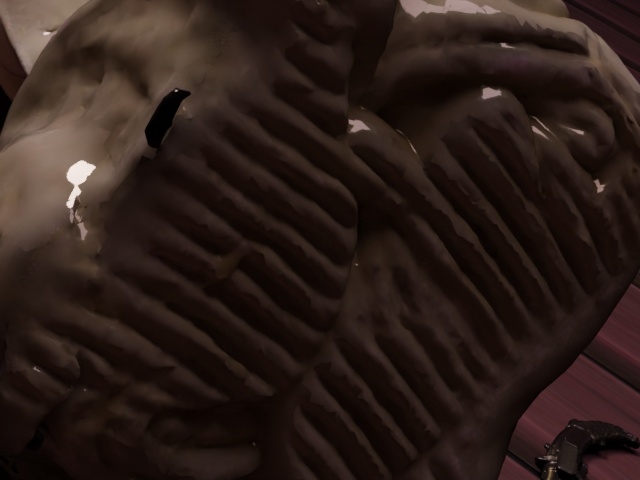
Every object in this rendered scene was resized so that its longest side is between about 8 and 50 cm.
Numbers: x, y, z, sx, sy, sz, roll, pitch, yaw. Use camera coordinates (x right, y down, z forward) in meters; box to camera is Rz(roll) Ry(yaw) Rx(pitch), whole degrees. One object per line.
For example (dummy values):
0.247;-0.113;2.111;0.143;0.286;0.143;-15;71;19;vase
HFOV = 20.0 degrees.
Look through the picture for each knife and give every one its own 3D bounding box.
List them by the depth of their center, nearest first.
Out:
0.160;0.141;1.182;0.045;0.021;0.222;34;19;19;knife

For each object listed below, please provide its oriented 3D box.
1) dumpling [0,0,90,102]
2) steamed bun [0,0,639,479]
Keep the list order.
-0.108;-0.207;1.385;0.315;0.233;0.395;-15;23;-5;dumpling
-0.035;-0.020;0.921;0.394;0.346;0.237;-15;22;-27;steamed bun
